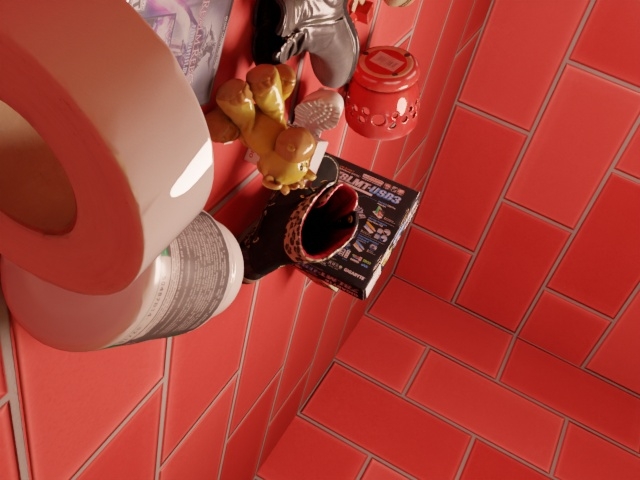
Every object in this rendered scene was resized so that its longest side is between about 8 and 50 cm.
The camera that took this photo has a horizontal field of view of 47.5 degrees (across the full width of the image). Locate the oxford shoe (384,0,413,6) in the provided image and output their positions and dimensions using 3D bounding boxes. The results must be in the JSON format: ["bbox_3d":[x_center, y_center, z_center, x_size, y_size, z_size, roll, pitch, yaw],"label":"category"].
[{"bbox_3d":[0.148,-0.614,1.518,0.146,0.141,0.397,-29,164,-10],"label":"oxford shoe"}]

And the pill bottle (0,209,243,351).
[{"bbox_3d":[-0.242,0.036,0.997,0.204,0.204,0.361,-64,167,3],"label":"pill bottle"}]

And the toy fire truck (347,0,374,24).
[{"bbox_3d":[0.060,-0.486,1.511,0.135,0.047,0.192,-60,166,-15],"label":"toy fire truck"}]

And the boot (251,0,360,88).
[{"bbox_3d":[-0.037,-0.357,1.307,0.223,0.118,0.338,-50,156,-24],"label":"boot"}]

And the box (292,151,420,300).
[{"bbox_3d":[0.046,-0.047,1.754,0.293,0.295,0.073,-59,164,-23],"label":"box"}]

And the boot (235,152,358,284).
[{"bbox_3d":[-0.018,-0.069,1.548,0.377,0.138,0.284,-49,-161,-29],"label":"boot"}]

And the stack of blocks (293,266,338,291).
[{"bbox_3d":[0.042,-0.026,2.079,0.171,0.087,0.297,41,74,-45],"label":"stack of blocks"}]

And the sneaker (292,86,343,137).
[{"bbox_3d":[0.001,-0.282,1.518,0.095,0.090,0.235,-59,-169,-11],"label":"sneaker"}]

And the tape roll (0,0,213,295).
[{"bbox_3d":[-0.233,-0.089,0.615,0.100,0.286,0.286,-53,164,-39],"label":"tape roll"}]

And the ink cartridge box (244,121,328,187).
[{"bbox_3d":[-0.068,-0.175,1.420,0.099,0.135,0.056,-68,163,15],"label":"ink cartridge box"}]

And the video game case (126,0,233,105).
[{"bbox_3d":[-0.207,-0.251,0.977,0.274,0.026,0.196,-40,154,-58],"label":"video game case"}]

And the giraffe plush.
[{"bbox_3d":[-0.082,-0.165,1.211,0.181,0.170,0.210,-32,165,-26],"label":"giraffe plush"}]

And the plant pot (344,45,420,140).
[{"bbox_3d":[0.155,-0.371,1.808,0.191,0.191,0.174,-55,157,-33],"label":"plant pot"}]
